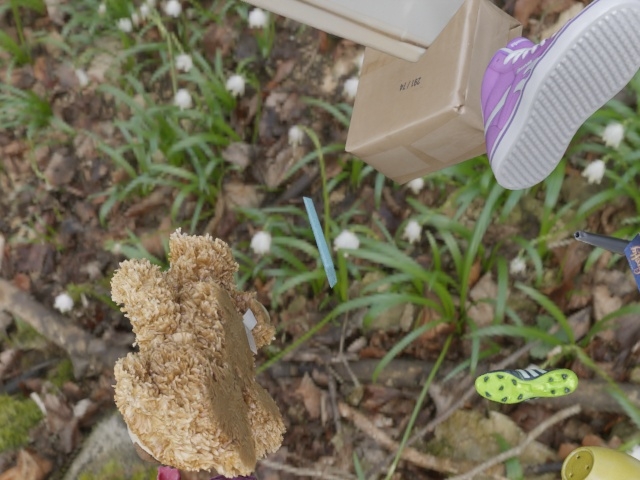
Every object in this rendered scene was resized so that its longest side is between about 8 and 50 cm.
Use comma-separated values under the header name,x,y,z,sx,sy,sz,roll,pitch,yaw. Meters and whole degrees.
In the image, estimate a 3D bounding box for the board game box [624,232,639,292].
name,x,y,z,sx,sy,sz,roll,pitch,yaw
board game box,0.585,0.087,1.410,0.243,0.042,0.165,16,40,-15

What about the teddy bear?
name,x,y,z,sx,sy,sz,roll,pitch,yaw
teddy bear,-0.129,0.119,0.982,0.113,0.245,0.338,-25,40,14

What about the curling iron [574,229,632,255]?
name,x,y,z,sx,sy,sz,roll,pitch,yaw
curling iron,0.565,0.008,1.755,0.274,0.035,0.068,5,37,-34

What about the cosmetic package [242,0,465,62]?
name,x,y,z,sx,sy,sz,roll,pitch,yaw
cosmetic package,-0.049,-0.215,0.509,0.309,0.113,0.160,7,40,-45

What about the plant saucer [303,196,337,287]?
name,x,y,z,sx,sy,sz,roll,pitch,yaw
plant saucer,0.000,0.000,1.832,0.018,0.067,0.192,-16,49,-1

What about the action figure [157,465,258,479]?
name,x,y,z,sx,sy,sz,roll,pitch,yaw
action figure,-0.037,0.298,0.881,0.370,0.248,0.276,31,74,39

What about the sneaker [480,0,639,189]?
name,x,y,z,sx,sy,sz,roll,pitch,yaw
sneaker,0.256,-0.205,1.077,0.102,0.282,0.161,8,53,-20

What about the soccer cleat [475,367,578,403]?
name,x,y,z,sx,sy,sz,roll,pitch,yaw
soccer cleat,0.367,0.256,1.689,0.178,0.072,0.060,-5,90,16

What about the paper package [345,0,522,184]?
name,x,y,z,sx,sy,sz,roll,pitch,yaw
paper package,0.235,-0.309,1.950,0.168,0.325,0.310,29,60,-31

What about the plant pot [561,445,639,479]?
name,x,y,z,sx,sy,sz,roll,pitch,yaw
plant pot,0.445,0.386,1.525,0.095,0.134,0.134,36,48,-20
